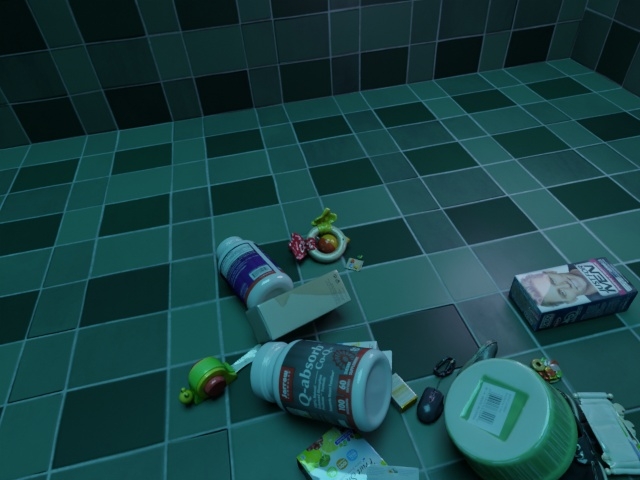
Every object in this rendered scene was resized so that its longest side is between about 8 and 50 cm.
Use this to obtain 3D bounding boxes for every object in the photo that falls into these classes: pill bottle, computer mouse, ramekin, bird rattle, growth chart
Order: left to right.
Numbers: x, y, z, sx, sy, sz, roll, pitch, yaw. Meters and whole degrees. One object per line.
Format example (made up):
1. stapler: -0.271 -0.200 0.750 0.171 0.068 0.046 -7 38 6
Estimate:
1. pill bottle: -0.251 0.120 1.637 0.181 0.181 0.323 -28 47 -24
2. pill bottle: -0.003 0.389 1.256 0.363 0.210 0.210 -1 39 32
3. bird rattle: 0.000 0.000 1.794 0.207 0.143 0.253 34 56 14
4. computer mouse: 0.351 0.436 1.345 0.071 0.041 0.242 18 46 23
5. ramekin: 0.465 0.450 1.141 0.303 0.148 0.303 -28 36 23
6. growth chart: 0.781 0.511 1.207 0.172 0.021 0.237 13 41 -13

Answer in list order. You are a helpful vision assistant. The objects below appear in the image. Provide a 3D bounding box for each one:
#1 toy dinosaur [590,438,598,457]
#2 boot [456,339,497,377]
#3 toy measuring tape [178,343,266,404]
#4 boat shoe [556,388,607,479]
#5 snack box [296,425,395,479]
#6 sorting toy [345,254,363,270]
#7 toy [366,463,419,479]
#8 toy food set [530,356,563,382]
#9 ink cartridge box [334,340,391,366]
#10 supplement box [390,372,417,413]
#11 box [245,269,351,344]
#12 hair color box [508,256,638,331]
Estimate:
1. toy dinosaur: 0.712 0.535 1.210 0.082 0.047 0.090 -3 28 -26
2. boot: 0.536 0.415 1.328 0.189 0.076 0.208 -43 46 -16
3. toy measuring tape: -0.297 0.386 1.403 0.330 0.121 0.121 -34 50 -28
4. boat shoe: 0.619 0.519 1.144 0.127 0.113 0.340 -32 27 35
5. snack box: 0.067 0.601 1.171 0.174 0.070 0.207 -31 50 -26
6. sorting toy: 0.136 0.083 1.767 0.062 0.012 0.083 11 45 17
7. toy: 0.159 0.661 1.060 0.136 0.056 0.237 12 64 -15
8. toy food set: 0.693 0.395 1.375 0.082 0.020 0.083 -10 42 -6
9. ink cartridge box: 0.126 0.372 1.392 0.181 0.062 0.104 -8 41 16
10. supplement box: 0.232 0.453 1.340 0.062 0.036 0.098 -27 47 -22
11. box: -0.072 0.218 1.486 0.311 0.148 0.121 -22 83 -31
12. hair color box: 0.853 0.178 1.535 0.347 0.105 0.174 -11 43 -6
